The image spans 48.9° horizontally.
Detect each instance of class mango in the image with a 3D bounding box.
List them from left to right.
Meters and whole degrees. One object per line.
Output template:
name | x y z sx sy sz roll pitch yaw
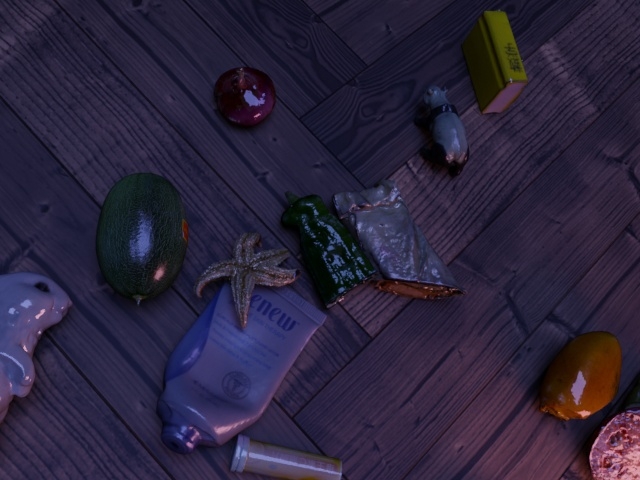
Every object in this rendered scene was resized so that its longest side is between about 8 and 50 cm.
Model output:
mango | 0.593 0.299 1.572 0.252 0.126 0.154 -43 96 -24

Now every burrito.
burrito | 0.164 0.017 1.589 0.175 0.107 0.348 -31 77 -6

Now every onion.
onion | -0.173 -0.350 1.621 0.150 0.140 0.150 3 67 -8

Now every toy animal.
toy animal | -0.628 0.207 1.305 0.258 0.194 0.357 5 50 14
toy animal | 0.296 -0.274 1.715 0.094 0.121 0.225 -4 70 -14

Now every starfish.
starfish | -0.152 0.072 1.480 0.238 0.071 0.216 -9 52 -20

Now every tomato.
tomato | 0.684 0.468 1.535 0.225 0.085 0.225 0 93 0

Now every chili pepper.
chili pepper | 0.000 0.000 1.554 0.270 0.136 0.099 58 24 15

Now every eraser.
eraser | 0.444 -0.453 1.796 0.069 0.158 0.226 -6 72 -18

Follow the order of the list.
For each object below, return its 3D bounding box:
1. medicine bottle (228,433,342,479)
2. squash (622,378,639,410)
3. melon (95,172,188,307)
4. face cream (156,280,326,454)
medicine bottle | -0.068 0.441 1.395 0.218 0.074 0.074 15 68 -10
squash | 0.750 0.359 1.618 0.105 0.105 0.132 31 46 -1
melon | -0.362 -0.001 1.427 0.182 0.182 0.288 6 67 -11
face cream | -0.179 0.245 1.434 0.235 0.137 0.420 33 55 2
